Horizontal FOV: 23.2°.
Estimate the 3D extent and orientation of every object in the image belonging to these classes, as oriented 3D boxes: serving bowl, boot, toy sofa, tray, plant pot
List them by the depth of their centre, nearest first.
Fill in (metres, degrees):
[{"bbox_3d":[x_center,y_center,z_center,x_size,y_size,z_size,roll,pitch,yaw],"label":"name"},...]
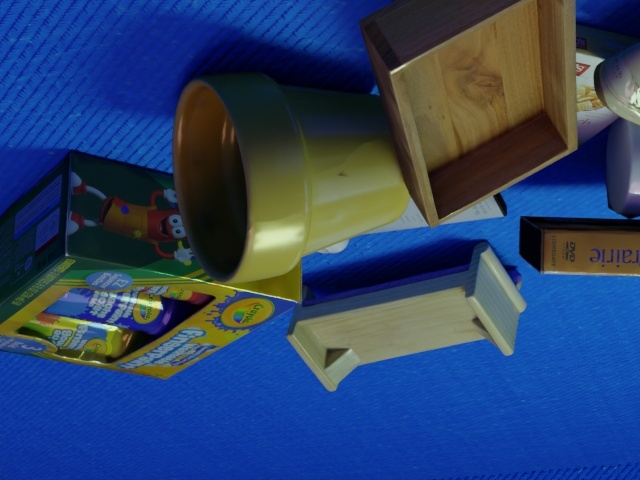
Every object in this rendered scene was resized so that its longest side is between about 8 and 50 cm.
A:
[{"bbox_3d":[0.171,-0.162,1.684,0.203,0.076,0.411,-29,158,-2],"label":"tray"},{"bbox_3d":[0.466,-0.183,1.738,0.262,0.095,0.203,21,147,-19],"label":"boot"},{"bbox_3d":[-0.028,-0.087,1.905,0.239,0.254,0.254,-9,163,-24],"label":"plant pot"},{"bbox_3d":[0.000,0.000,2.340,0.083,0.027,0.083,16,164,5],"label":"serving bowl"},{"bbox_3d":[0.139,0.106,2.523,0.363,0.177,0.150,-14,130,30],"label":"toy sofa"}]

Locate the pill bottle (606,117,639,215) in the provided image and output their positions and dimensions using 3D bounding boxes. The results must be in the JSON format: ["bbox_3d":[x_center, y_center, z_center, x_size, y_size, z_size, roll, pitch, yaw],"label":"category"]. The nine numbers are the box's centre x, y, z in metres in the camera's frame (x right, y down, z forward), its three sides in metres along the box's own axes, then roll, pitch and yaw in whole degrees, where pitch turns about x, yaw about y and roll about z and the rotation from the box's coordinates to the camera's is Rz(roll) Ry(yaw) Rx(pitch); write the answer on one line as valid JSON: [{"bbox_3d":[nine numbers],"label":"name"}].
[{"bbox_3d":[0.514,-0.097,1.967,0.283,0.161,0.161,1,158,-3],"label":"pill bottle"}]

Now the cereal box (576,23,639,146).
[{"bbox_3d":[0.293,-0.182,1.902,0.173,0.047,0.240,8,156,-21],"label":"cereal box"}]

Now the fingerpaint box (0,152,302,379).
[{"bbox_3d":[-0.295,0.058,2.327,0.371,0.163,0.445,13,154,-30],"label":"fingerpaint box"}]

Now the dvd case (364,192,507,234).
[{"bbox_3d":[0.126,-0.060,2.235,0.253,0.022,0.180,-7,157,17],"label":"dvd case"}]

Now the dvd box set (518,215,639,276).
[{"bbox_3d":[0.482,0.008,2.041,0.421,0.062,0.307,2,-176,3],"label":"dvd box set"}]

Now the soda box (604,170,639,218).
[{"bbox_3d":[0.483,-0.085,2.133,0.183,0.058,0.063,-17,153,37],"label":"soda box"}]
